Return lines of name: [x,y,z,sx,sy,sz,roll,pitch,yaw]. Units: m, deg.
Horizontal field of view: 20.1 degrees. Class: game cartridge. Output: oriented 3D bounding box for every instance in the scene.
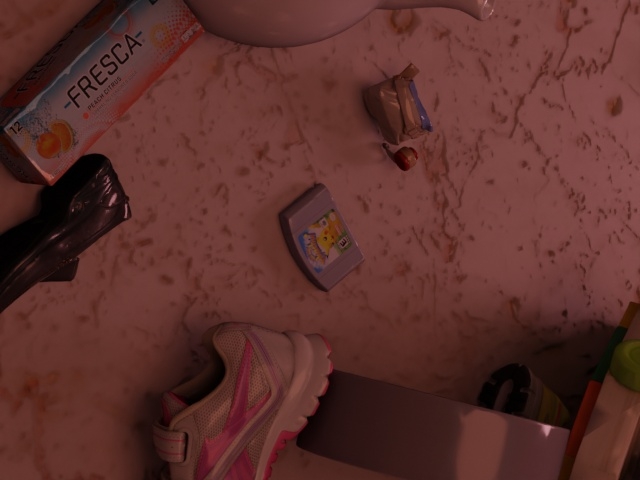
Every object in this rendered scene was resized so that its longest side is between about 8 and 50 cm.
game cartridge: [0.000,0.000,1.548,0.056,0.017,0.083,-39,115,-21]

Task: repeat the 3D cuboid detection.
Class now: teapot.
teapot: [-0.015,-0.271,1.406,0.256,0.187,0.252,-18,105,-31]

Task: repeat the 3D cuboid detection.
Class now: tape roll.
tape roll: [0.093,0.164,1.504,0.219,0.219,0.072,17,85,-35]

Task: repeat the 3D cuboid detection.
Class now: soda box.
soda box: [-0.177,-0.125,1.387,0.183,0.058,0.063,-48,118,-22]

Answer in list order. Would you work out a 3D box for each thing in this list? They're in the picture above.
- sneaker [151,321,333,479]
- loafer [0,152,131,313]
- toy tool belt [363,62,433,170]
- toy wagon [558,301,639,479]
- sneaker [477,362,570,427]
sneaker: [-0.092,0.173,1.459,0.111,0.103,0.252,26,83,-18]
loafer: [-0.207,0.010,1.381,0.170,0.062,0.061,-47,123,-20]
toy tool belt: [0.077,-0.107,1.569,0.051,0.052,0.083,-31,112,-19]
toy wagon: [0.283,0.166,1.664,0.344,0.068,0.267,-50,155,-57]
sneaker: [0.176,0.224,1.653,0.094,0.081,0.208,31,77,-35]
